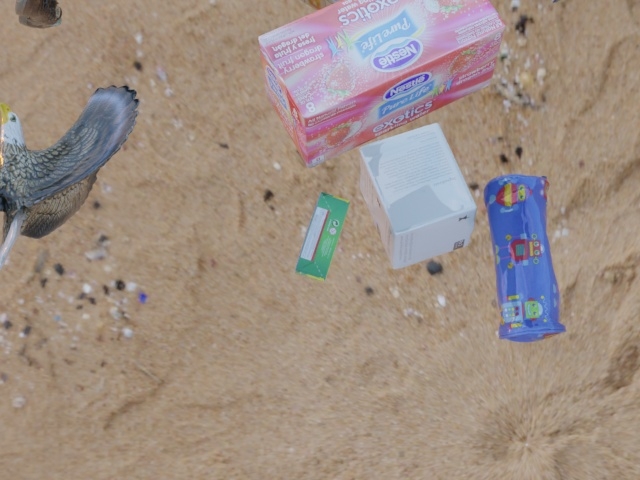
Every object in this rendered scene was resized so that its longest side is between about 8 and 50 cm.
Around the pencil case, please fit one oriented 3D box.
[{"bbox_3d":[0.363,0.031,1.662,0.119,0.133,0.306,-6,76,10],"label":"pencil case"}]

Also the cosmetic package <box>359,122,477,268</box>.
[{"bbox_3d":[0.167,-0.076,1.636,0.152,0.151,0.183,-18,65,-5],"label":"cosmetic package"}]

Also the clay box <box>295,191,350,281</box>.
[{"bbox_3d":[0.000,0.000,1.470,0.053,0.222,0.127,18,86,-2],"label":"clay box"}]

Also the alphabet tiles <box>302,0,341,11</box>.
[{"bbox_3d":[-0.024,-0.473,1.482,0.285,0.342,0.011,39,76,20],"label":"alphabet tiles"}]

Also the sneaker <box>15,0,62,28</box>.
[{"bbox_3d":[-0.464,-0.394,1.539,0.071,0.188,0.066,7,92,-16],"label":"sneaker"}]

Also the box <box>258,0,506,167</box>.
[{"bbox_3d":[0.082,-0.245,1.267,0.300,0.154,0.142,-25,70,-9],"label":"box"}]

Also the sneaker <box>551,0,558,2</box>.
[{"bbox_3d":[0.368,-0.404,1.419,0.086,0.163,0.226,48,56,-7],"label":"sneaker"}]

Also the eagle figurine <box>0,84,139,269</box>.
[{"bbox_3d":[-0.409,-0.104,1.368,0.226,0.298,0.225,32,127,45],"label":"eagle figurine"}]
